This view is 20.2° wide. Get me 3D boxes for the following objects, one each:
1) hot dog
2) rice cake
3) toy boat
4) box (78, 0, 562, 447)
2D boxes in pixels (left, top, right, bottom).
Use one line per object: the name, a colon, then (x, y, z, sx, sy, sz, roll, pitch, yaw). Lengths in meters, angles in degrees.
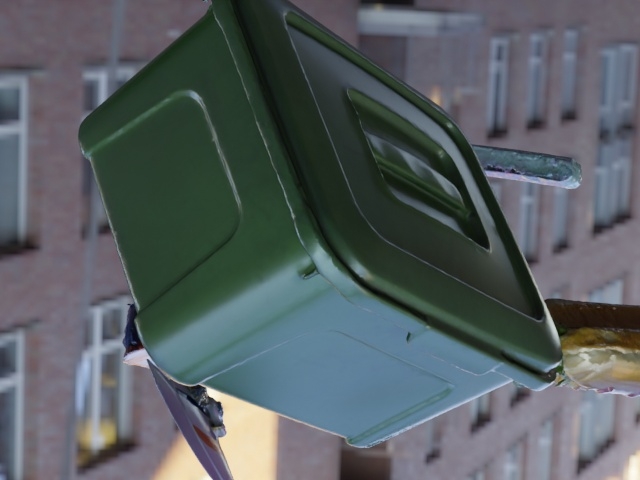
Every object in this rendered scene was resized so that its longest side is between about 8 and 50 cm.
hot dog: (0.263, 0.096, 1.492, 0.250, 0.076, 0.104, 2, -158, -37)
rice cake: (0.189, -0.085, 1.964, 0.208, 0.033, 0.033, 10, 170, 33)
toy boat: (-0.166, 0.199, 2.153, 0.072, 0.219, 0.318, -29, -134, 12)
box: (0.000, 0.000, 1.209, 0.178, 0.252, 0.329, -35, 148, 20)
